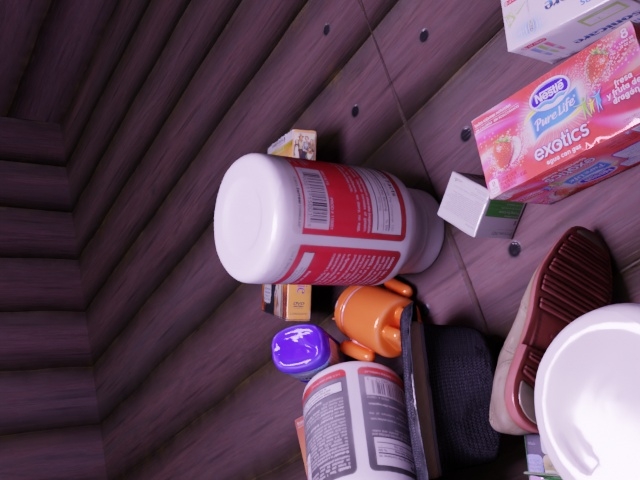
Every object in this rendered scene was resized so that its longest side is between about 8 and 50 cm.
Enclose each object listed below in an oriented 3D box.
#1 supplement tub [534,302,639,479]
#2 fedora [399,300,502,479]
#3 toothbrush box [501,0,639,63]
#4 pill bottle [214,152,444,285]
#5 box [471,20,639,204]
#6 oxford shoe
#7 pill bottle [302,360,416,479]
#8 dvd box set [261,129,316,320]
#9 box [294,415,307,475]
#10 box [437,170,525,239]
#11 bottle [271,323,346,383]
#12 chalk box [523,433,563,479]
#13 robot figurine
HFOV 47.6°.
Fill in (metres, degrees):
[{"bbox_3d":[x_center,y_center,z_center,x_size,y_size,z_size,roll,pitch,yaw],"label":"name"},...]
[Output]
[{"bbox_3d":[0.438,0.190,0.846,0.235,0.325,0.235,-7,82,54],"label":"supplement tub"},{"bbox_3d":[0.226,0.264,1.233,0.153,0.334,0.334,-7,78,9],"label":"fedora"},{"bbox_3d":[0.391,-0.454,1.136,0.206,0.122,0.283,-18,75,53],"label":"toothbrush box"},{"bbox_3d":[0.028,-0.029,1.358,0.229,0.408,0.229,-8,81,53],"label":"pill bottle"},{"bbox_3d":[0.395,-0.174,1.084,0.300,0.154,0.142,-31,62,50],"label":"box"},{"bbox_3d":[0.329,0.127,1.083,0.348,0.123,0.130,-57,3,-27],"label":"oxford shoe"},{"bbox_3d":[0.079,0.423,1.337,0.210,0.210,0.363,-56,25,35],"label":"pill bottle"},{"bbox_3d":[-0.078,-0.030,1.716,0.307,0.062,0.420,178,94,-75],"label":"dvd box set"},{"bbox_3d":[0.030,0.453,1.588,0.130,0.091,0.170,-41,56,45],"label":"box"},{"bbox_3d":[0.282,-0.061,1.270,0.102,0.101,0.087,40,120,48],"label":"box"},{"bbox_3d":[-0.009,0.248,1.517,0.118,0.283,0.092,-14,68,10],"label":"bottle"},{"bbox_3d":[0.378,0.325,1.013,0.132,0.213,0.132,-17,74,53],"label":"chalk box"},{"bbox_3d":[0.113,0.159,1.464,0.219,0.128,0.158,20,108,53],"label":"robot figurine"}]
